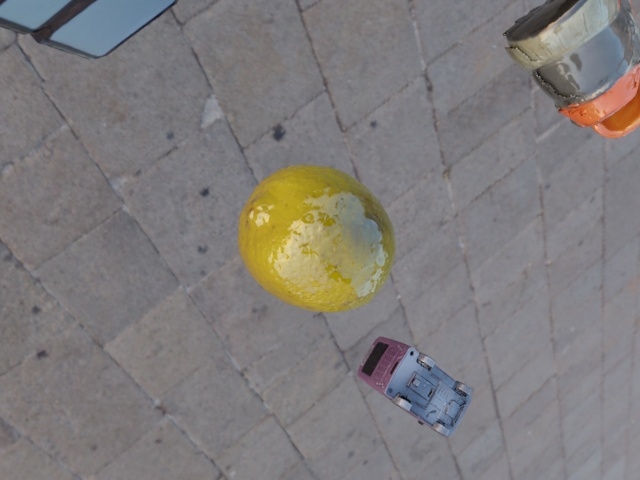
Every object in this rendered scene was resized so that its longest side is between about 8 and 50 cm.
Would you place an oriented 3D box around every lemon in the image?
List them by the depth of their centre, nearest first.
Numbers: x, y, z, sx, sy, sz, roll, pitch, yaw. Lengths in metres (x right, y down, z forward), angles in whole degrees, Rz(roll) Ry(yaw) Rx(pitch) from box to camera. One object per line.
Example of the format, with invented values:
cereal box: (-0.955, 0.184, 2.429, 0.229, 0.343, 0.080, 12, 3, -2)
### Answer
lemon: (0.000, 0.000, 1.245, 0.310, 0.253, 0.253, 29, 99, -32)

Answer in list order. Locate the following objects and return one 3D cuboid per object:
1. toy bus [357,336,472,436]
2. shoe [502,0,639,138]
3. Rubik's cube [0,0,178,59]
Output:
toy bus: (0.143, 0.216, 1.075, 0.178, 0.098, 0.086, 39, 76, -35)
shoe: (0.307, -0.201, 0.800, 0.132, 0.171, 0.336, -30, -172, 29)
Rubik's cube: (-0.168, -0.322, 0.450, 0.283, 0.288, 0.293, -33, -179, 12)
